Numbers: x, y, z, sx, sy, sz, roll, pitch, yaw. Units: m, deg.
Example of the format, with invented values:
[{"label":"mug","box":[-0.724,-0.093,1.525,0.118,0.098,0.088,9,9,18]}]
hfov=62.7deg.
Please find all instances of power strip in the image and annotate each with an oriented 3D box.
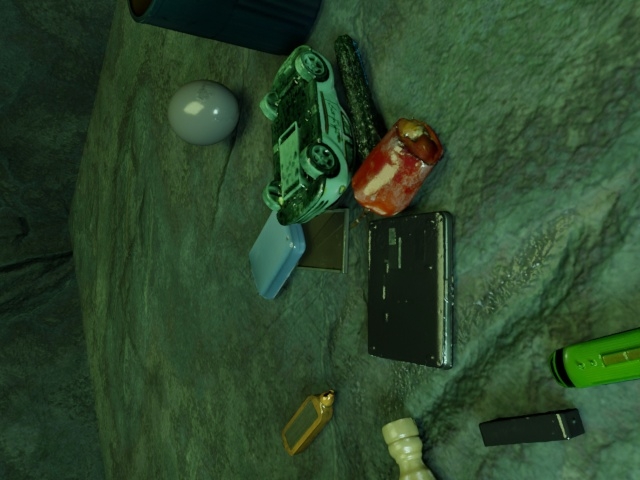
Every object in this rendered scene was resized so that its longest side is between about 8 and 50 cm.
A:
[{"label":"power strip","box":[-0.018,0.311,0.908,0.178,0.028,0.049,-59,44,34]},{"label":"power strip","box":[0.224,0.202,0.565,0.111,0.038,0.029,-34,62,49]}]

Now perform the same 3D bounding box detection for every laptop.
[{"label":"laptop","box":[0.121,0.067,0.729,0.154,0.026,0.207,-5,84,55]}]

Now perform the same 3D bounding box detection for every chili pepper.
[{"label":"chili pepper","box":[0.089,-0.076,0.737,0.192,0.084,0.086,-53,14,35]}]

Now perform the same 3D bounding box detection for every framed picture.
[{"label":"framed picture","box":[0.000,0.000,0.918,0.149,0.011,0.109,2,90,54]}]

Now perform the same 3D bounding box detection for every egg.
[{"label":"egg","box":[-0.264,-0.289,1.191,0.199,0.147,0.146,8,94,47]}]

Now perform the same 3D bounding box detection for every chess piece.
[{"label":"chess piece","box":[0.120,0.299,0.688,0.066,0.066,0.122,-53,43,39]}]

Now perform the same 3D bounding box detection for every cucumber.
[{"label":"cucumber","box":[0.061,-0.223,0.819,0.044,0.043,0.256,-33,61,44]}]

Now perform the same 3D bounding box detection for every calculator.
[{"label":"calculator","box":[-0.085,0.021,1.001,0.210,0.039,0.121,-57,43,41]}]

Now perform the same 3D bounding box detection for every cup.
[{"label":"cup","box":[-0.175,-0.501,0.955,0.242,0.292,0.307,-52,48,40]}]

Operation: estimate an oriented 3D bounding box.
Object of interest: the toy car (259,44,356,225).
[{"label":"toy car","box":[-0.013,-0.167,0.851,0.136,0.125,0.305,-35,51,47]}]

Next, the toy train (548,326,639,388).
[{"label":"toy train","box":[0.290,0.101,0.473,0.209,0.042,0.044,-34,60,48]}]
